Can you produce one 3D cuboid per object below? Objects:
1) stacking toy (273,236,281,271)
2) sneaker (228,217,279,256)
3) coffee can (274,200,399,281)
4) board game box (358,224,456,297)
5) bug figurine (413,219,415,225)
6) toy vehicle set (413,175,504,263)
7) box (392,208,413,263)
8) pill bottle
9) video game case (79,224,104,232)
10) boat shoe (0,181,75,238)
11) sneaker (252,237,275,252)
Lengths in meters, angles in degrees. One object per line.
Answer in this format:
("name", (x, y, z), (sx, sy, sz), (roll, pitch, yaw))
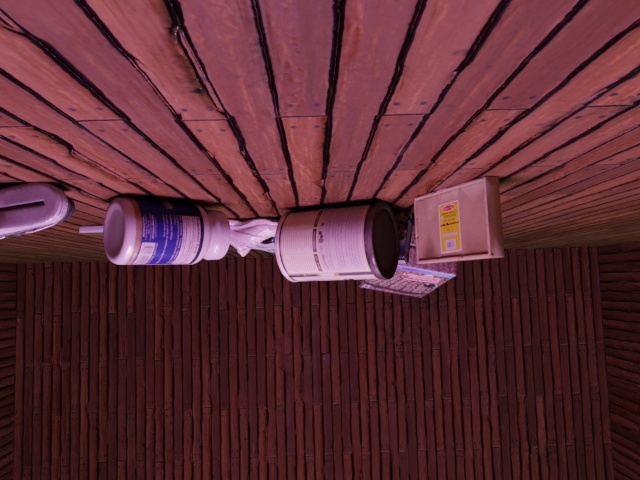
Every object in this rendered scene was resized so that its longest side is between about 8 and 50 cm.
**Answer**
("stacking toy", (0.000, 0.000, 1.735), (0.302, 0.165, 0.175), (-12, -168, -6))
("sneaker", (-0.214, -0.008, 1.611), (0.233, 0.115, 0.090), (-2, 175, 6))
("coffee can", (0.047, 0.008, 1.396), (0.276, 0.201, 0.202), (-4, 175, 27))
("board game box", (0.271, 0.066, 1.677), (0.232, 0.141, 0.291), (10, 159, -5))
("bug figurine", (0.264, -0.030, 1.794), (0.279, 0.072, 0.216), (1, 174, -28))
("toy vehicle set", (0.299, -0.036, 1.178), (0.035, 0.165, 0.267), (1, 175, -23))
("box", (0.144, -0.006, 1.513), (0.233, 0.159, 0.044), (-5, 148, 27))
("pill bottle", (-0.355, -0.018, 1.241), (0.265, 0.153, 0.153), (3, 173, -42))
("video game case", (-0.640, -0.032, 1.731), (0.213, 0.023, 0.193), (-2, 175, 12))
("boat shoe", (-0.654, -0.042, 1.027), (0.336, 0.120, 0.119), (-3, 171, -5))
("sneaker", (-0.170, -0.004, 1.874), (0.229, 0.087, 0.092), (0, 173, -45))
